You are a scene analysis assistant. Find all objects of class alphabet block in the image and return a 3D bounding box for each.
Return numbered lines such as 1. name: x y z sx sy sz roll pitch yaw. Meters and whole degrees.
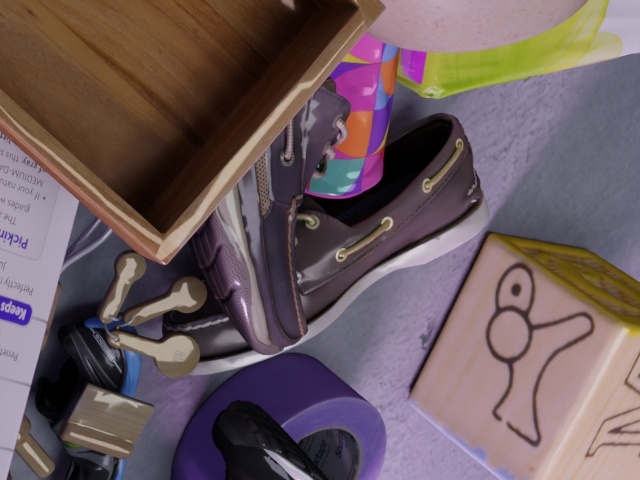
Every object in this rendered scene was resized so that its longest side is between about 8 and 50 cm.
1. alphabet block: 0.239 0.127 1.564 0.193 0.192 0.197 8 113 -49

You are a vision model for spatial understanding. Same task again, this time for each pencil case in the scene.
1. pencil case: 0.013 -0.152 1.216 0.104 0.104 0.236 -18 127 -35

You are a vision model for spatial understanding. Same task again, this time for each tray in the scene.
1. tray: -0.176 -0.196 0.868 0.411 0.076 0.203 44 80 -23

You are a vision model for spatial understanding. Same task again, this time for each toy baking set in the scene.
1. toy baking set: -0.198 0.053 1.174 0.197 0.030 0.256 -43 117 -7

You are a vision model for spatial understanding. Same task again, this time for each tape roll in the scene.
1. tape roll: -0.036 0.202 1.435 0.189 0.080 0.189 -25 133 -31

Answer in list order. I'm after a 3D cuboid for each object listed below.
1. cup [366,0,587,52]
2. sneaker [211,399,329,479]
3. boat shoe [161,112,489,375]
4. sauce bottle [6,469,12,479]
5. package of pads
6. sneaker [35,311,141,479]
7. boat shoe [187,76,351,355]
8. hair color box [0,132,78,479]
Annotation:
1. cup: 0.081 -0.260 0.998 0.331 0.331 0.237 -31 130 -25
2. sneaker: -0.037 0.245 1.327 0.124 0.107 0.283 -41 139 -5
3. boat shoe: 0.000 0.000 1.301 0.324 0.117 0.096 -29 122 -24
4. sauce bottle: -0.344 0.120 1.050 0.111 0.111 0.344 -49 142 -5
5. package of pads: 0.179 -0.246 1.300 0.297 0.101 0.229 -17 128 -35
6. sneaker: -0.191 0.138 1.262 0.078 0.067 0.188 -1 122 -20
7. boat shoe: -0.040 -0.082 1.124 0.130 0.132 0.355 -18 118 -14
8. hair color box: -0.259 0.009 0.967 0.185 0.110 0.338 24 75 -50
